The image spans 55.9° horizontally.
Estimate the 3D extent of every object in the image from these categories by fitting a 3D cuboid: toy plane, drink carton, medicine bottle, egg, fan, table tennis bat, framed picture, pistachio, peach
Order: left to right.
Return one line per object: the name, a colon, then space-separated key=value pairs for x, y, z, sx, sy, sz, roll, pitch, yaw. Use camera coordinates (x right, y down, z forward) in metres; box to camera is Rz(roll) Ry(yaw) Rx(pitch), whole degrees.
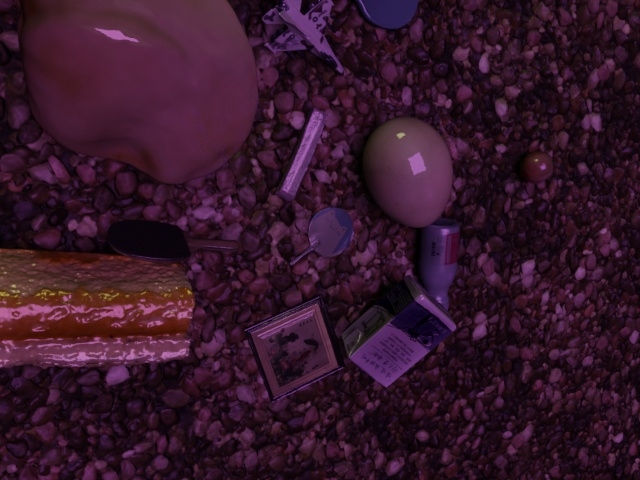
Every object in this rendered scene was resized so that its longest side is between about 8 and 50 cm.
pistachio: x=-0.302 y=-0.292 z=1.003 sx=0.365 sy=0.281 sz=0.445 roll=-39 pitch=121 yaw=4
table tennis bat: x=-0.278 y=0.001 z=1.151 sx=0.247 sy=0.138 sz=0.022 roll=5 pitch=120 yaw=-28
framed picture: x=-0.053 y=0.243 z=1.357 sx=0.195 sy=0.010 sz=0.199 roll=-23 pitch=107 yaw=-18
toy plane: x=-0.022 y=-0.413 z=1.212 sx=0.160 sy=0.082 sz=0.234 roll=-33 pitch=149 yaw=22
fan: x=0.000 y=0.000 z=1.339 sx=0.175 sy=0.005 sz=0.113 roll=-39 pitch=113 yaw=-14
table tennis bat: x=0.107 y=-0.526 z=1.278 sx=0.237 sy=0.038 sz=0.149 roll=-9 pitch=103 yaw=-26
drink carton: x=0.173 y=0.207 z=1.366 sx=0.222 sy=0.102 sz=0.134 roll=-44 pitch=116 yaw=11
egg: x=0.190 y=-0.142 z=1.296 sx=0.189 sy=0.188 sz=0.253 roll=-29 pitch=115 yaw=-16
medicine bottle: x=0.276 y=0.060 z=1.424 sx=0.091 sy=0.090 sz=0.216 roll=-7 pitch=109 yaw=-22
peach: x=0.537 y=-0.182 z=1.501 sx=0.083 sy=0.083 sz=0.083 roll=-4 pitch=101 yaw=-23

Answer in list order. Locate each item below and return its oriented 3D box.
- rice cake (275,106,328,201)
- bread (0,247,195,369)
rice cake: x=-0.040 y=-0.181 z=1.275 sx=0.047 sy=0.036 sz=0.206 roll=21 pitch=91 yaw=-13
bread: x=-0.424 y=0.111 z=1.052 sx=0.376 sy=0.236 sz=0.165 roll=2 pitch=111 yaw=-27
